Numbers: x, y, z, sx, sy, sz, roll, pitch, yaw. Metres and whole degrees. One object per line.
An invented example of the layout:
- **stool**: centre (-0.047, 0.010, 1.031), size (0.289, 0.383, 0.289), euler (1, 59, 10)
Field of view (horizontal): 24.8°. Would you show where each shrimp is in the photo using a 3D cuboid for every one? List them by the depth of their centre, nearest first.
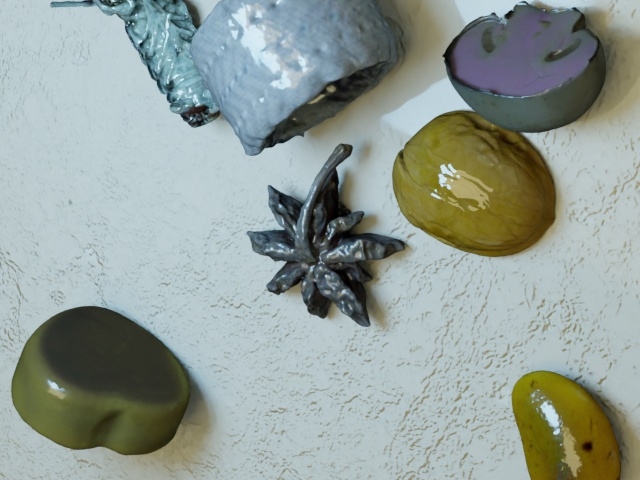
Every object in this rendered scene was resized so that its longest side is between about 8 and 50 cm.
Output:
- **shrimp**: centre (-0.241, -0.336, 1.873), size (0.221, 0.166, 0.411), euler (-27, 101, -3)

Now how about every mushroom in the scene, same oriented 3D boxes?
- **mushroom**: centre (0.235, -0.184, 1.656), size (0.188, 0.141, 0.117), euler (18, 142, 35)

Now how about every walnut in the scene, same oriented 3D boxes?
- **walnut**: centre (0.172, -0.064, 1.727), size (0.211, 0.087, 0.167), euler (25, 107, 22)

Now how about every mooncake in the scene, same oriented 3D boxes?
- **mooncake**: centre (-0.302, 0.190, 1.965), size (0.234, 0.235, 0.117), euler (34, 117, 19)

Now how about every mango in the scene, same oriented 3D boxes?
- **mango**: centre (0.292, 0.237, 1.720), size (0.115, 0.090, 0.178), euler (-19, 82, 38)

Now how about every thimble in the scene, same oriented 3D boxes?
- **thimble**: centre (-0.033, -0.221, 1.737), size (0.245, 0.217, 0.157), euler (-36, 81, 43)

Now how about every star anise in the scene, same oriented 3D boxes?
- **star anise**: centre (0.000, -0.001, 1.833), size (0.209, 0.089, 0.231), euler (-8, 107, 22)
